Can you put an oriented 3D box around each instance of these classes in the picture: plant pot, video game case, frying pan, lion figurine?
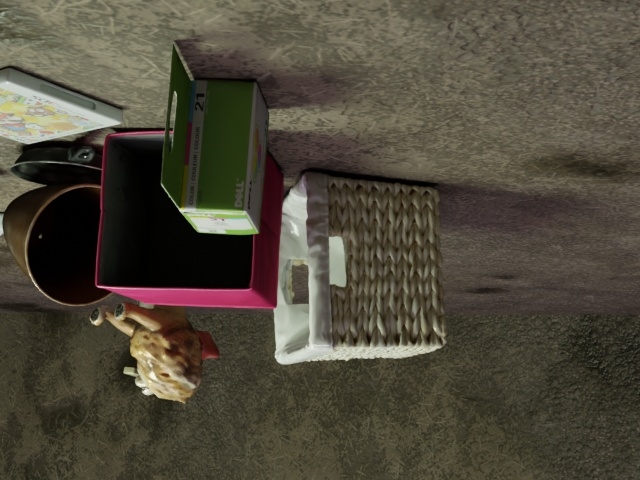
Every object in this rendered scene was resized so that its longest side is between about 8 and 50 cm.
[{"bbox_3d":[-0.476,-0.015,1.829,0.215,0.215,0.230,13,-176,-41],"label":"plant pot"},{"bbox_3d":[-0.445,-0.193,1.499,0.227,0.026,0.206,-5,166,37],"label":"video game case"},{"bbox_3d":[-0.443,-0.136,1.718,0.197,0.053,0.326,3,169,1],"label":"frying pan"},{"bbox_3d":[-0.311,0.101,1.940,0.142,0.392,0.240,-18,146,36],"label":"lion figurine"}]

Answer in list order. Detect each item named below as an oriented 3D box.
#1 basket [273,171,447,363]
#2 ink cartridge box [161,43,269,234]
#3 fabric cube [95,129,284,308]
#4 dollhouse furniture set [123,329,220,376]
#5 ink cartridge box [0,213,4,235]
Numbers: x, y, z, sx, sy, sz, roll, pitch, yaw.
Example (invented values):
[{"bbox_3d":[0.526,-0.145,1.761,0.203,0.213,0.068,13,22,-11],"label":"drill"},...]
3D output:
[{"bbox_3d":[0.065,0.064,1.934,0.266,0.328,0.331,1,169,-12],"label":"basket"},{"bbox_3d":[-0.136,-0.125,1.344,0.097,0.188,0.255,3,169,4],"label":"ink cartridge box"},{"bbox_3d":[-0.206,-0.027,1.696,0.254,0.259,0.258,0,171,8],"label":"fabric cube"},{"bbox_3d":[-0.260,0.107,2.097,0.201,0.374,0.152,1,166,19],"label":"dollhouse furniture set"},{"bbox_3d":[-0.799,-0.031,2.363,0.224,0.045,0.223,8,168,-25],"label":"ink cartridge box"}]
